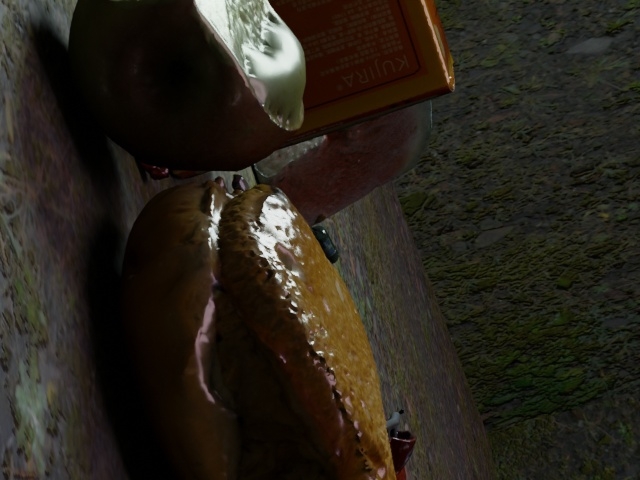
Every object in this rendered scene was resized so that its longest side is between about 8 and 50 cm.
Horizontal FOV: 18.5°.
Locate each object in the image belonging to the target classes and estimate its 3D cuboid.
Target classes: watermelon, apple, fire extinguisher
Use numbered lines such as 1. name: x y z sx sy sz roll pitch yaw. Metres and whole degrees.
1. watermelon: 0.001 -0.131 2.425 0.213 0.261 0.201 67 36 -58
2. apple: -0.111 -0.141 1.583 0.207 0.174 0.188 43 28 0
3. fire extinguisher: 0.000 0.000 2.682 0.038 0.025 0.083 32 -17 31

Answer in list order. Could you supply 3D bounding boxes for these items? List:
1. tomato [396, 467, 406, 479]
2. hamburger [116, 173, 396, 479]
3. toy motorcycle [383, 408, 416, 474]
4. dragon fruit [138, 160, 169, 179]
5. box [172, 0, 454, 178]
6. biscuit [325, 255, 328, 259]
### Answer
1. tomato: 0.049 0.249 2.212 0.174 0.082 0.166 58 15 -54
2. hamburger: -0.050 0.095 1.505 0.314 0.170 0.290 -100 172 -52
3. toy motorcycle: 0.026 0.174 2.086 0.082 0.122 0.213 -10 81 -69
4. dragon fruit: -0.146 -0.121 1.723 0.097 0.063 0.131 -13 85 -82
5. box: -0.027 -0.208 1.950 0.259 0.283 0.214 -61 134 -80
6. biscuit: 0.014 0.109 2.457 0.226 0.042 0.226 -19 90 -82
